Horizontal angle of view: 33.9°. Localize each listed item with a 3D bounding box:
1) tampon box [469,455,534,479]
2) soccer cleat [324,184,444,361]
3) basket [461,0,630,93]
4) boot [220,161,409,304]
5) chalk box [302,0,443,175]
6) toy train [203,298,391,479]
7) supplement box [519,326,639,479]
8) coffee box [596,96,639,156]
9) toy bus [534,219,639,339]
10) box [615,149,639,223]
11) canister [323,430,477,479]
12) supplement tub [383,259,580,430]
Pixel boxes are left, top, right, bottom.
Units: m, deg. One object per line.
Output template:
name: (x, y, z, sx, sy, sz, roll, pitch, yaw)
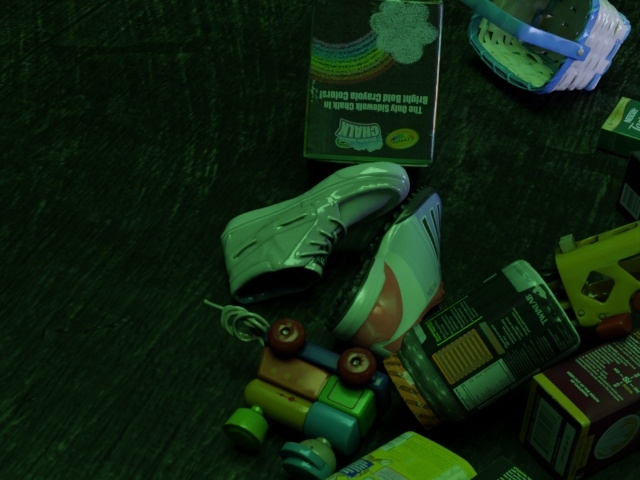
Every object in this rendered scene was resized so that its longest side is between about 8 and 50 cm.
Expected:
tampon box: (0.143, 0.301, 0.952, 0.161, 0.120, 0.101, -27, 46, -31)
soccer cleat: (0.108, 0.043, 1.307, 0.116, 0.108, 0.318, 36, 36, -2)
basket: (0.334, -0.353, 1.682, 0.289, 0.201, 0.255, 14, 26, -38)
boot: (0.000, 0.000, 1.314, 0.258, 0.095, 0.123, -23, 46, 12)
chalk box: (0.068, -0.188, 1.475, 0.180, 0.289, 0.179, 4, 6, 0)
toy train: (-0.061, 0.164, 1.144, 0.248, 0.105, 0.143, 21, 56, 22)
supplement box: (0.318, 0.173, 1.132, 0.188, 0.104, 0.081, -20, 45, -24)
coffee box: (0.526, -0.155, 1.596, 0.184, 0.040, 0.113, 22, 43, 23)
toy bus: (0.308, 0.043, 1.217, 0.202, 0.104, 0.191, -25, 6, -29)
box: (0.547, -0.024, 1.391, 0.184, 0.103, 0.261, -9, 40, -17)
canister: (0.058, 0.262, 1.021, 0.170, 0.073, 0.126, -23, 26, -30)
supplement tub: (0.170, 0.116, 1.126, 0.190, 0.117, 0.117, -33, 43, 5)
